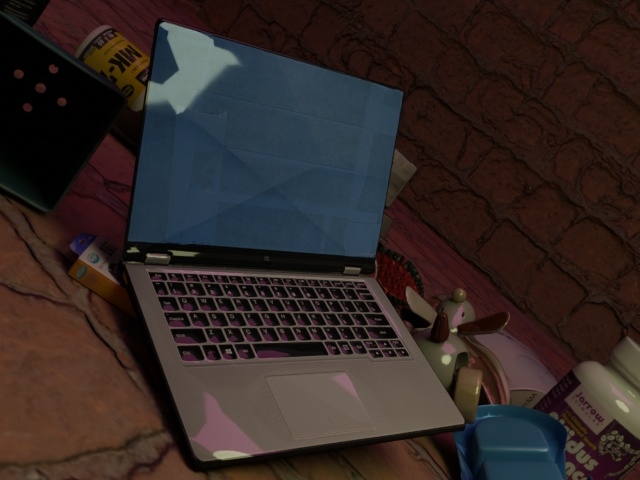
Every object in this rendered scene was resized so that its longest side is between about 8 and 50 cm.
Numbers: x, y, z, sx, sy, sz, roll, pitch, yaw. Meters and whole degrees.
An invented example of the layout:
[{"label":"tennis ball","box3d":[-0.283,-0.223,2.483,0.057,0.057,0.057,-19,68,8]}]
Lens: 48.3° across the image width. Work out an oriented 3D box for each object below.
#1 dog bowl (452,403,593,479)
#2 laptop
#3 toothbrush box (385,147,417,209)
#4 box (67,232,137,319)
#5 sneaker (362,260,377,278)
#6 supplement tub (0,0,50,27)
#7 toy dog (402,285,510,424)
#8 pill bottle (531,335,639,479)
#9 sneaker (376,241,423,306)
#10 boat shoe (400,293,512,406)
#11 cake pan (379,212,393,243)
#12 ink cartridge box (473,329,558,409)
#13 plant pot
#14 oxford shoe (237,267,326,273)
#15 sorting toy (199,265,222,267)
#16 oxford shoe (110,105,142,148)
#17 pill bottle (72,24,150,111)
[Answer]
[{"label":"dog bowl","box3d":[0.270,0.324,0.986,0.166,0.074,0.297,0,13,5]},{"label":"laptop","box3d":[0.000,0.000,0.816,0.382,0.236,0.407,5,41,-39]},{"label":"toothbrush box","box3d":[0.047,-0.224,1.634,0.295,0.126,0.216,42,7,30]},{"label":"box","box3d":[-0.224,0.045,0.808,0.136,0.028,0.081,35,14,-11]},{"label":"sneaker","box3d":[-0.003,-0.001,1.412,0.279,0.107,0.118,37,24,2]},{"label":"supplement tub","box3d":[-0.502,-0.500,1.159,0.207,0.338,0.207,37,13,-10]},{"label":"toy dog","box3d":[0.195,0.143,1.153,0.220,0.160,0.333,6,22,-5]},{"label":"pill bottle","box3d":[0.431,0.302,1.144,0.169,0.301,0.169,37,13,-10]},{"label":"sneaker","box3d":[0.138,0.045,1.631,0.262,0.104,0.125,42,11,11]},{"label":"boat shoe","box3d":[0.241,0.229,1.331,0.117,0.123,0.324,-3,34,-19]},{"label":"cake pan","box3d":[0.047,-0.101,1.568,0.293,0.054,0.293,38,6,-4]},{"label":"ink cartridge box","box3d":[0.393,0.264,1.637,0.385,0.091,0.308,36,13,-21]},{"label":"plant pot","box3d":[-0.358,-0.172,0.889,0.166,0.165,0.234,34,6,-24]},{"label":"oxford shoe","box3d":[-0.080,0.028,1.057,0.348,0.123,0.130,42,8,5]},{"label":"sorting toy","box3d":[-0.148,-0.057,0.962,0.132,0.046,0.274,20,50,-3]},{"label":"oxford shoe","box3d":[-0.301,-0.199,1.254,0.227,0.096,0.083,41,15,14]},{"label":"pill bottle","box3d":[-0.363,-0.305,1.376,0.208,0.119,0.119,38,13,-3]}]
